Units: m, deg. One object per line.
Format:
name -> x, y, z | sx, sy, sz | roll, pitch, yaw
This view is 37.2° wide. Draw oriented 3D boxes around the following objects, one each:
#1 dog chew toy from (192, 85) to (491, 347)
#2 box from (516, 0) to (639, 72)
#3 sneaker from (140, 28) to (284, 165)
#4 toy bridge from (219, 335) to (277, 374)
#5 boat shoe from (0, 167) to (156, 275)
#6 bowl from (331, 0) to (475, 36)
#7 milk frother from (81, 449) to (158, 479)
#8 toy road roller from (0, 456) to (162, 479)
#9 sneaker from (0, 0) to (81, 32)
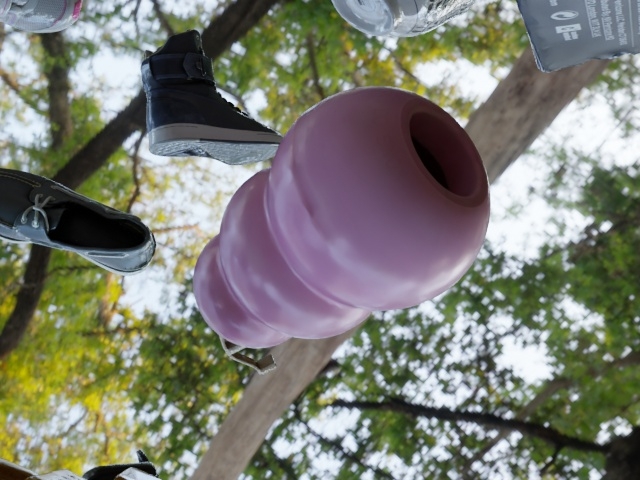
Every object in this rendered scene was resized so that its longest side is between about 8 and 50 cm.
dog chew toy -> 0.000, 0.000, 0.913 | 0.207, 0.332, 0.206 | 27, -135, -31
box -> 0.236, -0.287, 0.450 | 0.179, 0.313, 0.343 | 20, -115, -70
sneaker -> -0.137, -0.187, 1.240 | 0.226, 0.086, 0.163 | 4, -111, -50
toy bridge -> -0.134, 0.171, 1.618 | 0.063, 0.188, 0.026 | -27, -139, -2
boat shoe -> -0.400, -0.042, 1.439 | 0.320, 0.099, 0.116 | 22, -111, -8
bowl -> 0.060, -0.251, 0.919 | 0.170, 0.170, 0.080 | 34, -109, 3
milk frother -> -0.266, 0.347, 1.244 | 0.135, 0.143, 0.129 | -3, -95, -22
toy road roller -> -0.269, 0.303, 0.912 | 0.241, 0.329, 0.202 | 28, -101, 2
sneaker -> -0.439, -0.333, 1.235 | 0.252, 0.102, 0.111 | 16, -162, -1
